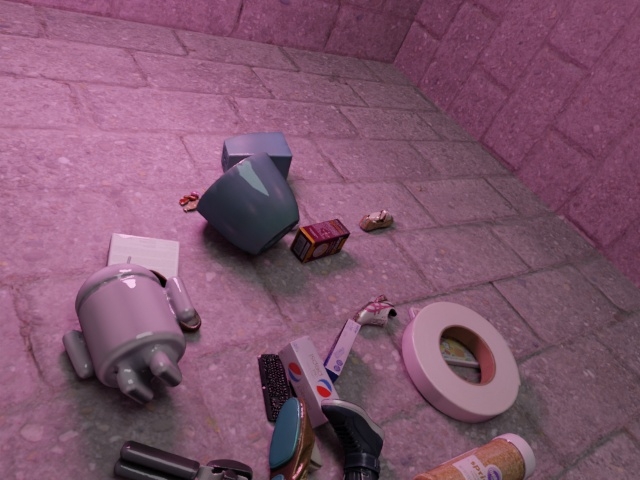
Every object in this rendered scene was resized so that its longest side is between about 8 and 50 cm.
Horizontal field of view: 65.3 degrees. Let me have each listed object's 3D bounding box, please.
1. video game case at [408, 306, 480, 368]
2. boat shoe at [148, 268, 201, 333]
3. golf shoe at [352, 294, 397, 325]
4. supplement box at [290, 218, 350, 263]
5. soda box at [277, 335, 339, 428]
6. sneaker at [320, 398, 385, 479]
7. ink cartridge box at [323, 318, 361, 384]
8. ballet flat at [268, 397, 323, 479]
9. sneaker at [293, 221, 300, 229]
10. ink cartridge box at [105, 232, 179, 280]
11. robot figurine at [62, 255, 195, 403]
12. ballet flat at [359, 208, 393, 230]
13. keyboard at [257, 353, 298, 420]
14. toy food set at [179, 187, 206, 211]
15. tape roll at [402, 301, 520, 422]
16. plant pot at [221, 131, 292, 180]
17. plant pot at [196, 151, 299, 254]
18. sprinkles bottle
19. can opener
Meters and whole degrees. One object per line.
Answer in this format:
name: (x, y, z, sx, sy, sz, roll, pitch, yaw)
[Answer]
video game case: (0.422, 0.326, 1.683, 0.227, 0.026, 0.206, 12, 39, -19)
boat shoe: (-0.396, 0.161, 1.319, 0.207, 0.073, 0.073, 40, 46, 1)
golf shoe: (0.179, 0.237, 1.605, 0.186, 0.067, 0.086, -21, 59, -45)
supplement box: (0.000, 0.000, 1.746, 0.188, 0.104, 0.081, -15, 54, -42)
soda box: (-0.026, 0.361, 1.282, 0.069, 0.074, 0.216, -10, 66, -43)
sneaker: (0.069, 0.485, 1.169, 0.226, 0.086, 0.163, 46, 42, -27)
ink cartridge box: (0.049, 0.321, 1.400, 0.046, 0.097, 0.207, 30, 37, 3)
ballet flat: (-0.054, 0.522, 1.105, 0.124, 0.116, 0.342, 37, 33, -21)
sneaker: (-0.182, -0.130, 1.798, 0.258, 0.091, 0.094, 29, 37, 3)
ink cartridge box: (-0.497, 0.099, 1.387, 0.189, 0.066, 0.232, 9, 62, -24)
robot figurine: (-0.444, 0.196, 1.162, 0.300, 0.199, 0.353, -26, 58, -14)
ballet flat: (0.242, -0.089, 2.030, 0.073, 0.067, 0.206, 44, 40, 22)
keyboard: (-0.102, 0.372, 1.298, 0.100, 0.038, 0.192, 7, 42, -25)
toy food set: (-0.435, -0.139, 1.717, 0.078, 0.019, 0.122, 42, 47, 20)
tape roll: (0.442, 0.372, 1.566, 0.392, 0.072, 0.392, 15, 45, -16)
plant pot: (-0.255, -0.311, 1.922, 0.234, 0.165, 0.165, -2, 45, -22)
plant pot: (-0.207, -0.098, 1.599, 0.235, 0.293, 0.293, 50, 40, 4)
sprinkles bottle: (0.393, 0.598, 1.265, 0.355, 0.121, 0.121, -5, 47, -35)
can opener: (-0.282, 0.486, 1.042, 0.280, 0.074, 0.093, 21, 3, -12)
